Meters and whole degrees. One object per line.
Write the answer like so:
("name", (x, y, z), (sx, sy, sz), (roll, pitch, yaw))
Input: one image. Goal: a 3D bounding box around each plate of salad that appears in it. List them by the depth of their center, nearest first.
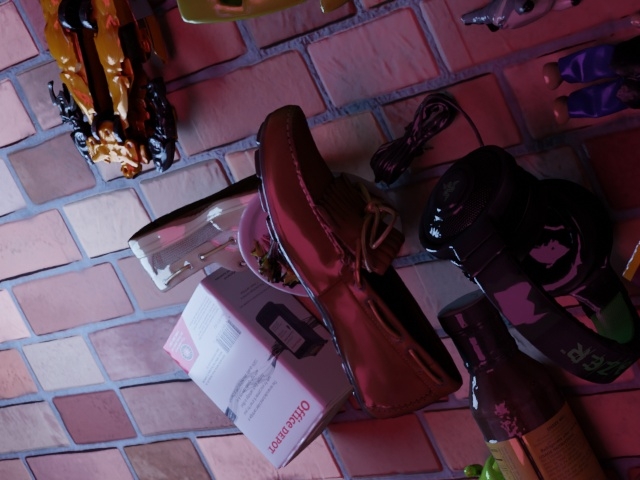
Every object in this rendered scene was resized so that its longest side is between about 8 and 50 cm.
("plate of salad", (0.000, 0.000, 1.917), (0.199, 0.048, 0.200), (-1, 130, -2))

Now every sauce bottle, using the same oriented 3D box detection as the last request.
("sauce bottle", (0.246, 0.219, 1.864), (0.111, 0.111, 0.344), (-18, 102, 47))

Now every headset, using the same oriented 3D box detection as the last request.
("headset", (0.187, 0.000, 1.687), (0.185, 0.243, 0.394), (-43, 53, 23))

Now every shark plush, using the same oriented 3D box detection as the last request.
("shark plush", (0.206, -0.256, 1.649), (0.161, 0.073, 0.067), (152, 104, -69))

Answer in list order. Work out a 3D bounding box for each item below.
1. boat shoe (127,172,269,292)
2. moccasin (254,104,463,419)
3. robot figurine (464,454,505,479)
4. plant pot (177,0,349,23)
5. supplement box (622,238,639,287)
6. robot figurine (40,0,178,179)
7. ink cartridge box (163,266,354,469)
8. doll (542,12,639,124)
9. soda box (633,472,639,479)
("boat shoe", (-0.106, -0.014, 2.005), (0.302, 0.109, 0.098), (-22, 101, 31))
("moccasin", (0.045, 0.019, 1.795), (0.147, 0.139, 0.380), (-23, 94, 20))
("robot figurine", (0.227, 0.306, 1.969), (0.101, 0.067, 0.115), (37, 136, 22))
("plant pot", (-0.020, -0.359, 1.643), (0.207, 0.228, 0.227), (7, 121, 31))
("supplement box", (0.415, 0.039, 1.593), (0.188, 0.104, 0.081), (37, 136, 19))
("robot figurine", (-0.267, -0.220, 2.058), (0.211, 0.085, 0.291), (8, 121, 39))
("ink cartridge box", (-0.076, 0.161, 2.125), (0.237, 0.100, 0.172), (45, 138, 11))
("doll", (0.319, -0.161, 1.589), (0.189, 0.046, 0.129), (-11, 99, 39))
("soda box", (0.420, 0.280, 1.779), (0.183, 0.063, 0.058), (-30, 94, 48))
